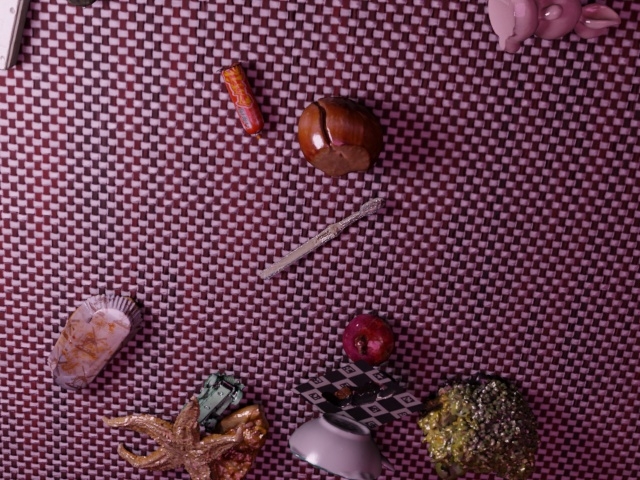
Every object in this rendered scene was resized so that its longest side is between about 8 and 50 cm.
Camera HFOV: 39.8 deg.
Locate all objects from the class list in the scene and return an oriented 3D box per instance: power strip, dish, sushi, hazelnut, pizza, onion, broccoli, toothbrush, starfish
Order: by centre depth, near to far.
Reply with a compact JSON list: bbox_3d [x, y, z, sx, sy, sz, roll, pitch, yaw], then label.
[{"bbox_3d":[-0.549,-0.423,1.538,0.078,0.052,0.272,18,110,-5],"label":"power strip"},{"bbox_3d":[0.036,-0.188,1.577,0.154,0.143,0.143,3,112,-8],"label":"hazelnut"},{"bbox_3d":[0.000,-0.002,1.701,0.294,0.028,0.026,-31,106,18],"label":"toothbrush"},{"bbox_3d":[0.093,0.198,1.739,0.107,0.097,0.107,2,97,17],"label":"onion"},{"bbox_3d":[0.312,0.418,1.770,0.243,0.180,0.272,25,110,-9],"label":"broccoli"},{"bbox_3d":[0.081,0.299,1.781,0.192,0.050,0.215,38,135,-24],"label":"sushi"},{"bbox_3d":[0.052,0.405,1.783,0.246,0.224,0.078,16,95,-37],"label":"dish"},{"bbox_3d":[-0.285,0.413,1.823,0.299,0.060,0.302,44,123,-7],"label":"starfish"},{"bbox_3d":[-0.181,0.444,1.862,0.127,0.058,0.246,33,111,-11],"label":"pizza"}]

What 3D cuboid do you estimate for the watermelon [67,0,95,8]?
[{"bbox_3d":[-0.413,-0.451,1.510,0.078,0.078,0.110,-6,112,4],"label":"watermelon"}]

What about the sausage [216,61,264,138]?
[{"bbox_3d":[-0.138,-0.248,1.597,0.050,0.048,0.145,-32,114,-27],"label":"sausage"}]

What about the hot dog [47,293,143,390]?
[{"bbox_3d":[-0.460,0.205,1.775,0.131,0.069,0.252,31,112,-20],"label":"hot dog"}]

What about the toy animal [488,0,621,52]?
[{"bbox_3d":[0.394,-0.392,1.498,0.213,0.124,0.124,-8,112,-17],"label":"toy animal"}]

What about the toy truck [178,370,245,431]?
[{"bbox_3d":[-0.220,0.321,1.815,0.080,0.078,0.154,33,126,-10],"label":"toy truck"}]
